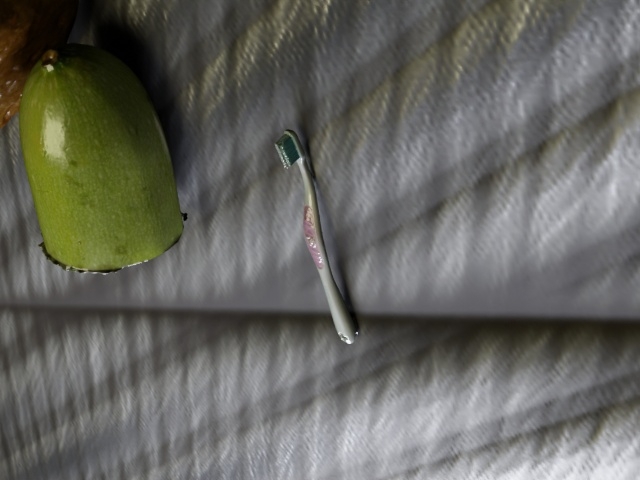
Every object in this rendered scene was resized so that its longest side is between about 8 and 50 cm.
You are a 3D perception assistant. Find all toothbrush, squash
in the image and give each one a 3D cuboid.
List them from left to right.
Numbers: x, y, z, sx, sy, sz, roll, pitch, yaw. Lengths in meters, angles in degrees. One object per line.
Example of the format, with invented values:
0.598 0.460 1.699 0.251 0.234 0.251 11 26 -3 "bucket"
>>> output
-0.180 -0.074 1.474 0.123 0.123 0.187 27 142 39 "squash"
0.000 0.000 1.395 0.017 0.022 0.204 29 148 42 "toothbrush"

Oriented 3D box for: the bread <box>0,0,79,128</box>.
-0.307 -0.146 1.460 0.142 0.227 0.253 44 145 8 "bread"
